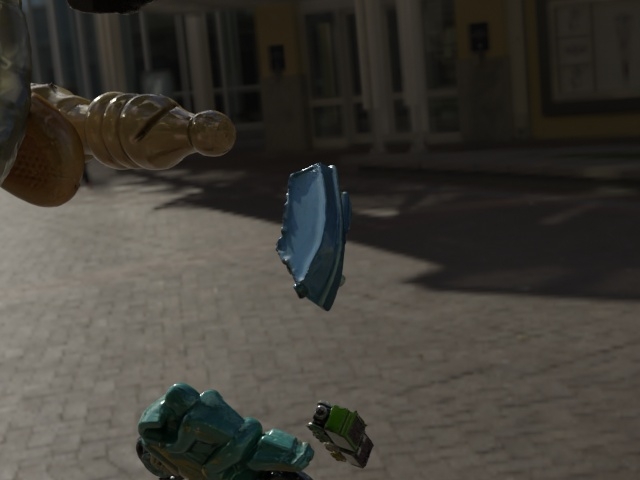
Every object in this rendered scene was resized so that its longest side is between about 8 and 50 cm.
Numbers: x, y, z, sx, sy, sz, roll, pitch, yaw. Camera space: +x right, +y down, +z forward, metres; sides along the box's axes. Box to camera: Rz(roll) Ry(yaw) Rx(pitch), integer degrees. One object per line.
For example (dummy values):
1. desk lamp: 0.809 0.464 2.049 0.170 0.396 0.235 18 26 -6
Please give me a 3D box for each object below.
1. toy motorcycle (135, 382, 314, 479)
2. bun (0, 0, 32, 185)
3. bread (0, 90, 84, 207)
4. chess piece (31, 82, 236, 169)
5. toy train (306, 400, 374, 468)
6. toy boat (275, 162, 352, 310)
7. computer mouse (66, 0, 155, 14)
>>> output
1. toy motorcycle: -0.127 0.263 1.389 0.296 0.198 0.109 12 42 28
2. bun: -0.345 -0.096 0.566 0.202 0.364 0.364 -42 -15 35
3. bread: -0.336 -0.114 1.212 0.189 0.114 0.077 38 30 11
4. chess piece: -0.238 -0.132 1.325 0.307 0.139 0.124 5 51 26
5. toy train: 0.040 0.325 1.809 0.081 0.060 0.202 15 -23 24
6. toy boat: 0.000 0.000 1.634 0.109 0.238 0.098 -22 -43 29
7. computer mouse: -0.289 -0.417 1.343 0.168 0.295 0.087 -13 21 14
